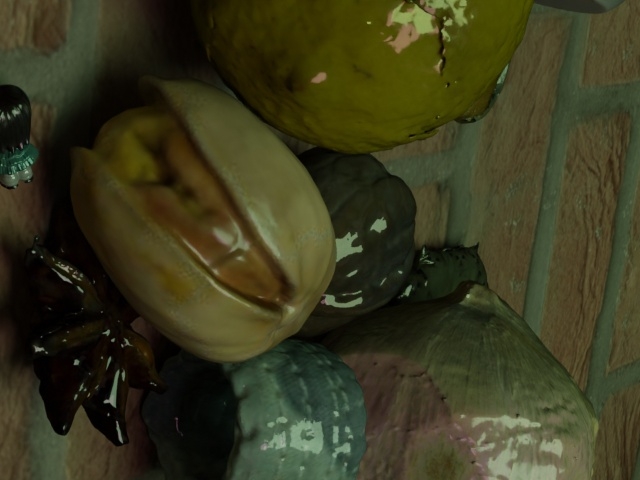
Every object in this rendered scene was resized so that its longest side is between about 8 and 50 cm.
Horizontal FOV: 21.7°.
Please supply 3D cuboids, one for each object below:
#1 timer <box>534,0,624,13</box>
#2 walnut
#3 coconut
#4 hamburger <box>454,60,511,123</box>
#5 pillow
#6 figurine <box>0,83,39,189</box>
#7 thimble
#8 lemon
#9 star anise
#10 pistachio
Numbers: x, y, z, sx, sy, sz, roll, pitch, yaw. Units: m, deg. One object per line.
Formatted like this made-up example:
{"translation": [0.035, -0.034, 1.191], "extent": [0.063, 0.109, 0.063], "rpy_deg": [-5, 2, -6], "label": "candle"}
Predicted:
{"translation": [0.280, -0.425, 1.970], "extent": [0.285, 0.285, 0.285], "rpy_deg": [-26, 125, -44], "label": "timer"}
{"translation": [0.000, 0.000, 1.851], "extent": [0.224, 0.224, 0.224], "rpy_deg": [-26, 125, -44], "label": "walnut"}
{"translation": [0.145, 0.230, 1.994], "extent": [0.404, 0.405, 0.404], "rpy_deg": [-26, 125, -44], "label": "coconut"}
{"translation": [0.157, -0.234, 2.025], "extent": [0.185, 0.113, 0.177], "rpy_deg": [-15, 117, -58], "label": "hamburger"}
{"translation": [0.160, 0.046, 2.202], "extent": [0.241, 0.051, 0.093], "rpy_deg": [-4, 114, -51], "label": "pillow"}
{"translation": [-0.294, -0.096, 1.550], "extent": [0.060, 0.047, 0.106], "rpy_deg": [-12, 130, -10], "label": "figurine"}
{"translation": [-0.077, 0.205, 1.803], "extent": [0.172, 0.250, 0.205], "rpy_deg": [1, 80, -33], "label": "thimble"}
{"translation": [0.047, -0.272, 1.660], "extent": [0.387, 0.350, 0.350], "rpy_deg": [-60, 146, -43], "label": "lemon"}
{"translation": [-0.243, 0.083, 1.667], "extent": [0.272, 0.102, 0.272], "rpy_deg": [-9, 90, -68], "label": "star anise"}
{"translation": [-0.110, -0.013, 1.651], "extent": [0.309, 0.230, 0.230], "rpy_deg": [48, 64, -23], "label": "pistachio"}
